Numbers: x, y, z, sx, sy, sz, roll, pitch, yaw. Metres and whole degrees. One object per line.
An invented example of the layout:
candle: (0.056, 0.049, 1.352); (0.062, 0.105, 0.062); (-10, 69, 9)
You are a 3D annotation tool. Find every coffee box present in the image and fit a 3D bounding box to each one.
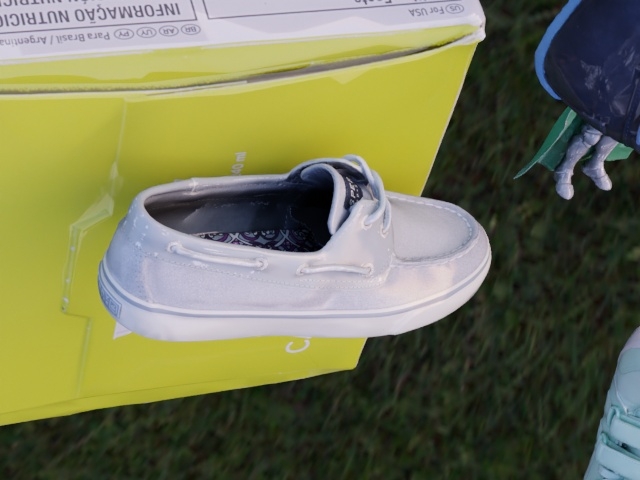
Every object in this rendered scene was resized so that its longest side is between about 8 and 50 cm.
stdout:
coffee box: (-0.143, -0.118, 1.098); (0.338, 0.334, 0.337); (-7, 145, -18)

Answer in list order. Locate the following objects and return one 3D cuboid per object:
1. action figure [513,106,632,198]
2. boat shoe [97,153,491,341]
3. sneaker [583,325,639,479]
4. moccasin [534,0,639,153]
action figure: (0.279, -0.134, 1.699); (0.063, 0.137, 0.232); (57, 145, 28)
boat shoe: (-0.001, -0.001, 0.953); (0.228, 0.079, 0.081); (-5, 137, -29)
sneaker: (0.225, 0.173, 1.293); (0.094, 0.151, 0.256); (23, 151, 19)
moccasin: (0.265, -0.188, 1.153); (0.117, 0.138, 0.342); (48, 143, 14)
